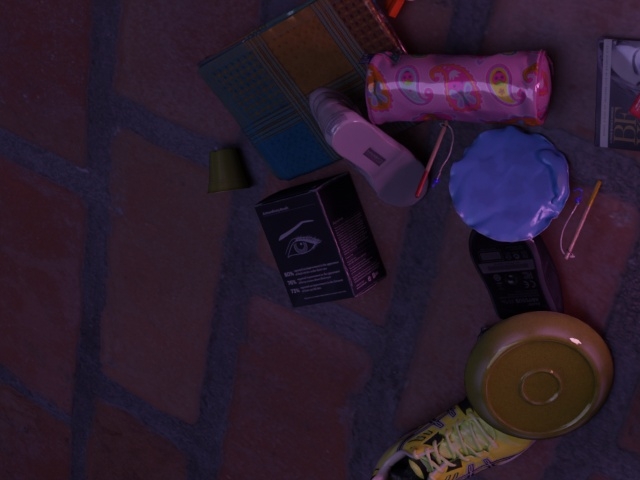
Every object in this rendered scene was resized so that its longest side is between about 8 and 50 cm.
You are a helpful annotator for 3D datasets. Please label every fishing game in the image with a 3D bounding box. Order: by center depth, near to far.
[{"bbox_3d":[0.289,-0.087,1.686,0.264,0.041,0.189,19,78,10],"label":"fishing game"}]

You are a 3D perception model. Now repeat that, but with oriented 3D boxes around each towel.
[{"bbox_3d":[-0.006,-0.261,1.847,0.370,0.040,0.271,-21,113,38],"label":"towel"}]

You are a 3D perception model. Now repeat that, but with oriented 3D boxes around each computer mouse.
[{"bbox_3d":[0.322,0.065,1.777,0.188,0.072,0.272,-1,122,34],"label":"computer mouse"}]

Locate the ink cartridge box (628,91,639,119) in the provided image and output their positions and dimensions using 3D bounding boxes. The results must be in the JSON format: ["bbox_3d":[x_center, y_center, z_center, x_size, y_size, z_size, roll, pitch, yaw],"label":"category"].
[{"bbox_3d":[0.518,-0.186,1.492,0.150,0.063,0.109,36,126,17],"label":"ink cartridge box"}]

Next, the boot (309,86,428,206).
[{"bbox_3d":[0.080,-0.160,1.795,0.095,0.258,0.123,-38,46,11],"label":"boot"}]

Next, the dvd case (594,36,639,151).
[{"bbox_3d":[0.499,-0.200,1.553,0.221,0.018,0.164,11,117,32],"label":"dvd case"}]

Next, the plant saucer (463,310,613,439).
[{"bbox_3d":[0.352,0.228,1.760,0.241,0.037,0.241,2,114,4],"label":"plant saucer"}]

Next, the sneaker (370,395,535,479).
[{"bbox_3d":[0.242,0.366,1.913,0.145,0.147,0.385,52,128,7],"label":"sneaker"}]

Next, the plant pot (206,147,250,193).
[{"bbox_3d":[-0.177,-0.131,2.047,0.083,0.083,0.079,-5,94,37],"label":"plant pot"}]

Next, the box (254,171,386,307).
[{"bbox_3d":[0.000,0.000,1.950,0.153,0.108,0.207,-11,103,39],"label":"box"}]

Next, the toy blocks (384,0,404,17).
[{"bbox_3d":[0.095,-0.406,1.731,0.123,0.054,0.148,46,130,11],"label":"toy blocks"}]

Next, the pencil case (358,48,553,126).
[{"bbox_3d":[0.206,-0.234,1.656,0.284,0.124,0.124,4,113,23],"label":"pencil case"}]
